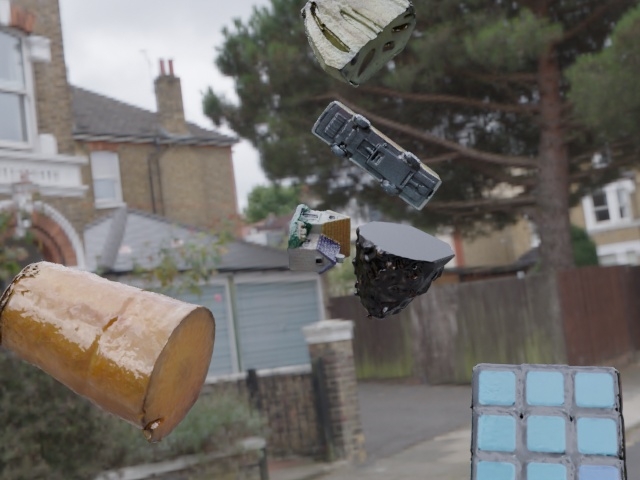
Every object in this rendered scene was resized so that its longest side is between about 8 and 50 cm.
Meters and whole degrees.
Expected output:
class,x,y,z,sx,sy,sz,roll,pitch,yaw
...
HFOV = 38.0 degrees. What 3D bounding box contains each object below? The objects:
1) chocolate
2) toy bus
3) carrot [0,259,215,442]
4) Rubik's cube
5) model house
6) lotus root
class,x,y,z,sx,sy,sz,roll,pitch,yaw
chocolate,0.108,0.057,1.418,0.156,0.133,0.156,15,21,-6
toy bus,0.111,-0.171,1.827,0.268,0.092,0.106,35,13,-6
carrot,-0.296,0.143,1.281,0.254,0.196,0.196,19,1,14
Rubik's cube,0.247,0.240,1.029,0.162,0.161,0.163,1,-31,10
model house,0.000,0.000,1.595,0.100,0.088,0.101,7,32,8
lotus root,0.045,-0.285,1.263,0.143,0.144,0.070,-37,-34,-6
